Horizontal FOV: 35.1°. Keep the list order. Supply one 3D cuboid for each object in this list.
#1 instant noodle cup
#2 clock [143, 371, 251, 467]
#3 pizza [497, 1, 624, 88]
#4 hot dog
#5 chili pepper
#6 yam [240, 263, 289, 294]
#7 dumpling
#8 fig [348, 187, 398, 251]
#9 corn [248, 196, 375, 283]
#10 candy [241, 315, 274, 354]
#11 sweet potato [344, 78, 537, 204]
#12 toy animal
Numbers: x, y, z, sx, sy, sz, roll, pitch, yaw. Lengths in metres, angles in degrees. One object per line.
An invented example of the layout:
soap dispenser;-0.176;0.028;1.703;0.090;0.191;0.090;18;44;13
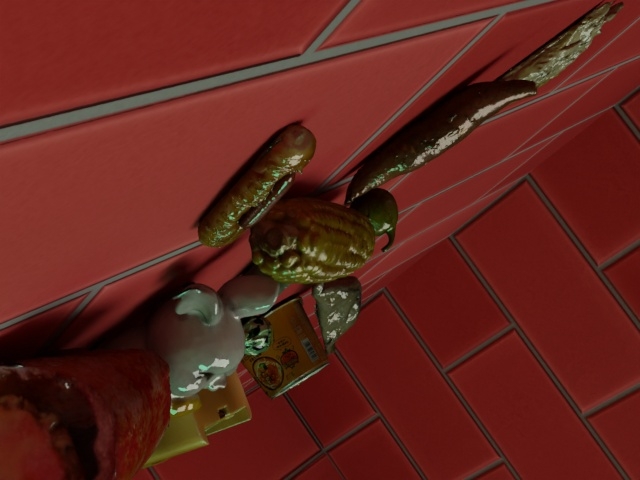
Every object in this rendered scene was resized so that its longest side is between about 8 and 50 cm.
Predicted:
instant noodle cup;-0.091;0.257;2.357;0.215;0.172;0.216;-32;172;-5
clock;-0.305;0.282;1.642;0.317;0.200;0.244;-29;171;15
pizza;0.369;-0.286;1.585;0.262;0.034;0.181;-37;171;13
hot dog;-0.073;-0.048;1.103;0.066;0.047;0.215;-23;166;-45
chili pepper;-0.311;0.214;1.188;0.251;0.229;0.305;-40;-179;13
yam;-0.067;0.043;1.592;0.068;0.068;0.169;-28;170;-43
dumpling;0.051;0.136;2.305;0.166;0.086;0.332;-61;162;-26
fig;0.096;-0.039;1.676;0.084;0.098;0.082;-44;175;-24
corn;0.000;0.000;1.399;0.120;0.120;0.363;-37;169;16
candy;-0.208;0.216;2.058;0.305;0.083;0.091;-13;153;-50
sweet potato;0.156;-0.147;1.417;0.314;0.066;0.072;-34;165;10
toy animal;-0.203;0.154;1.391;0.208;0.154;0.325;-6;140;-50
